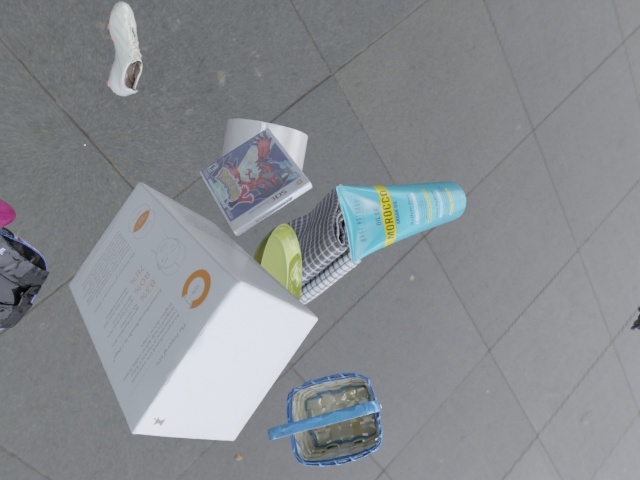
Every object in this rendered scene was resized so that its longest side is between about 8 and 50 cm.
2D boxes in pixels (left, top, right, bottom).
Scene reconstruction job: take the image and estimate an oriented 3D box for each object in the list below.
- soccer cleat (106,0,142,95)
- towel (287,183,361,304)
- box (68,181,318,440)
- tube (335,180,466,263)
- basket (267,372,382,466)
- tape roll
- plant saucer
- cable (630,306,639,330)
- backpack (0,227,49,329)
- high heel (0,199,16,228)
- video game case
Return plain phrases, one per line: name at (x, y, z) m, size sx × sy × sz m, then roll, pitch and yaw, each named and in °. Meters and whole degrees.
soccer cleat at (-0.421, -0.417, 0.968) m, size 0.068 × 0.076 × 0.196 m, roll -12°, pitch 111°, yaw -64°
towel at (0.000, 0.000, 1.172) m, size 0.121 × 0.284 × 0.235 m, roll 33°, pitch 124°, yaw -21°
box at (-0.208, 0.091, 0.668) m, size 0.215 × 0.345 × 0.168 m, roll -55°, pitch 137°, yaw 1°
tube at (0.096, -0.035, 0.519) m, size 0.207 × 0.052 × 0.080 m, roll -15°, pitch 90°, yaw -42°
basket at (0.034, 0.429, 1.066) m, size 0.254 × 0.201 × 0.289 m, roll -17°, pitch 154°, yaw 10°
tape roll at (-0.170, -0.250, 1.320) m, size 0.246 × 0.246 × 0.169 m, roll 7°, pitch 96°, yaw -29°
plant saucer at (-0.092, 0.086, 0.903) m, size 0.037 × 0.241 × 0.241 m, roll 2°, pitch 104°, yaw 16°
cable at (0.482, 0.097, 0.529) m, size 0.184 × 0.150 × 0.047 m, roll -16°, pitch 110°, yaw 21°
backpack at (-0.761, 0.073, 0.959) m, size 0.277 × 0.213 × 0.263 m, roll -57°, pitch 146°, yaw -12°
high heel at (-0.517, -0.076, 0.601) m, size 0.117 × 0.082 × 0.244 m, roll -34°, pitch 156°, yaw 15°
video game case at (-0.142, -0.130, 0.932) m, size 0.183 × 0.201 × 0.023 m, roll -34°, pitch 147°, yaw -3°
